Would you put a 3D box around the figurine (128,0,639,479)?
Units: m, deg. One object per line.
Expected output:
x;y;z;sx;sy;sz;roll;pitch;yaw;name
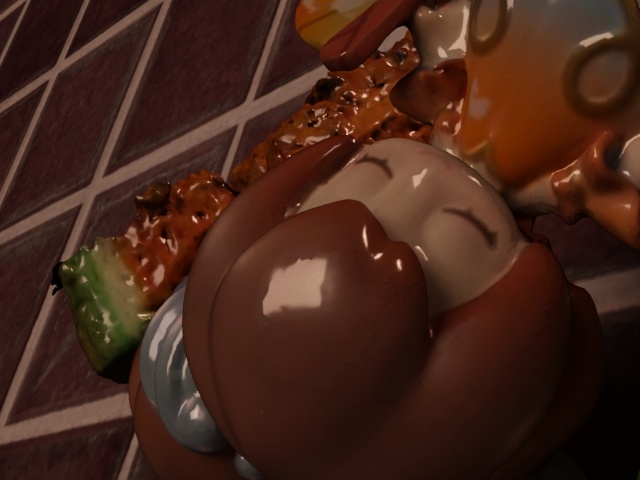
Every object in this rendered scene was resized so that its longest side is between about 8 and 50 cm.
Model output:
0.078;-0.009;0.584;0.277;0.248;0.388;32;77;34;figurine

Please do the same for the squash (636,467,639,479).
0.237;-0.001;0.485;0.395;0.107;0.107;-58;29;-5;squash

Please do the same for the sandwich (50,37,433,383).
0.000;0.000;0.805;0.301;0.250;0.162;-45;74;4;sandwich

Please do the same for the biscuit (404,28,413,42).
0.123;-0.197;0.925;0.153;0.030;0.234;-34;36;38;biscuit
